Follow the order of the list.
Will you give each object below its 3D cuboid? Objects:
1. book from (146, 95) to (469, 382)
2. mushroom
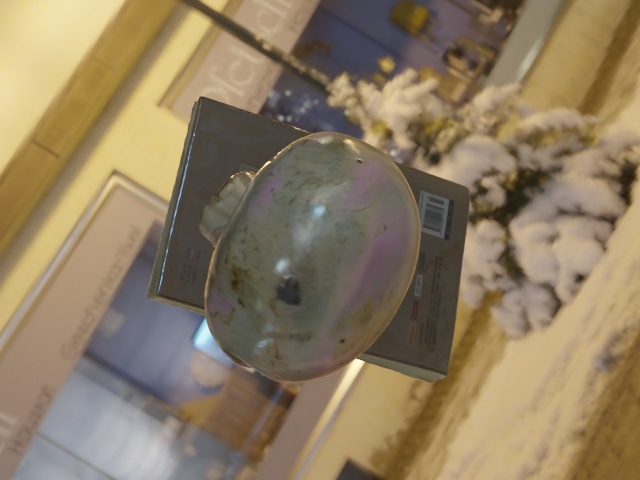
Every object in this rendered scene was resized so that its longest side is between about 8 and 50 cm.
[{"bbox_3d":[0.000,0.000,0.732,0.016,0.199,0.138,144,141,-62],"label":"book"},{"bbox_3d":[-0.005,0.004,0.376,0.083,0.067,0.083,-43,-24,-24],"label":"mushroom"}]
